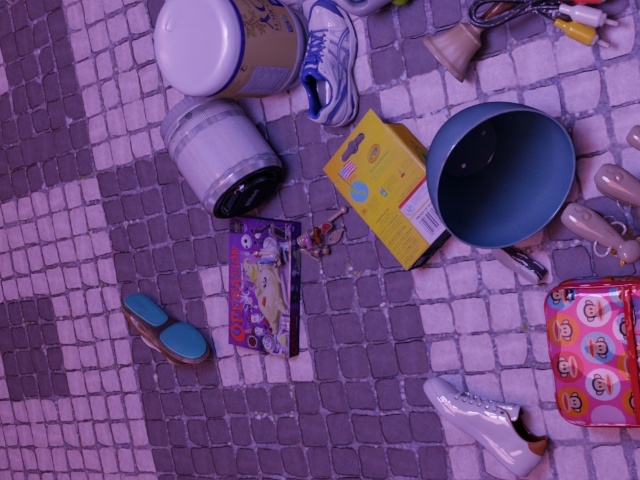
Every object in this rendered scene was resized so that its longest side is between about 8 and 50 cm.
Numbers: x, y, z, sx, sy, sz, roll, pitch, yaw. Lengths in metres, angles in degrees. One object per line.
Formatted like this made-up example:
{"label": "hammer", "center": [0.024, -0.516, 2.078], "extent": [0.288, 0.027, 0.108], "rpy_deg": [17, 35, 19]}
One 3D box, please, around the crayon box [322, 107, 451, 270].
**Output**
{"label": "crayon box", "center": [0.172, -0.118, 1.891], "extent": [0.318, 0.081, 0.202], "rpy_deg": [51, 121, 17]}

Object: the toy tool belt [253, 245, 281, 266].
{"label": "toy tool belt", "center": [-0.132, 0.044, 2.096], "extent": [0.083, 0.052, 0.051], "rpy_deg": [-13, 82, 37]}

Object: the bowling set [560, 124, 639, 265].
{"label": "bowling set", "center": [0.574, -0.055, 1.591], "extent": [0.154, 0.200, 0.287], "rpy_deg": [37, 74, 20]}

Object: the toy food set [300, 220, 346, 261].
{"label": "toy food set", "center": [0.000, 0.000, 2.048], "extent": [0.078, 0.019, 0.122], "rpy_deg": [31, 121, -5]}

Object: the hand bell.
{"label": "hand bell", "center": [0.337, -0.452, 1.729], "extent": [0.242, 0.126, 0.126], "rpy_deg": [-43, 72, 19]}

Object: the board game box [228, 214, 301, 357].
{"label": "board game box", "center": [-0.146, 0.114, 2.176], "extent": [0.208, 0.056, 0.347], "rpy_deg": [8, 102, 38]}

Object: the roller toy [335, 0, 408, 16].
{"label": "roller toy", "center": [0.087, -0.588, 1.810], "extent": [0.146, 0.191, 0.209], "rpy_deg": [-25, 83, 36]}

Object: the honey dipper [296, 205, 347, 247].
{"label": "honey dipper", "center": [0.006, -0.038, 2.055], "extent": [0.160, 0.030, 0.030], "rpy_deg": [-39, 75, 30]}

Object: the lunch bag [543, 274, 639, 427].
{"label": "lunch bag", "center": [0.580, 0.214, 1.639], "extent": [0.258, 0.120, 0.293], "rpy_deg": [-6, 95, 32]}

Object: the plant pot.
{"label": "plant pot", "center": [0.327, -0.155, 1.686], "extent": [0.195, 0.290, 0.290], "rpy_deg": [-122, 47, -58]}

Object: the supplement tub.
{"label": "supplement tub", "center": [-0.188, -0.448, 1.941], "extent": [0.241, 0.331, 0.241], "rpy_deg": [7, 101, 34]}

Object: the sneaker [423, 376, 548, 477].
{"label": "sneaker", "center": [0.362, 0.369, 1.829], "extent": [0.290, 0.106, 0.123], "rpy_deg": [37, 110, 15]}

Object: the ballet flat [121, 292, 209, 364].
{"label": "ballet flat", "center": [-0.434, 0.275, 2.375], "extent": [0.342, 0.116, 0.124], "rpy_deg": [29, 133, 29]}

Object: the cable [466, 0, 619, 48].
{"label": "cable", "center": [0.428, -0.457, 1.625], "extent": [0.287, 0.072, 0.140], "rpy_deg": [12, 101, 12]}

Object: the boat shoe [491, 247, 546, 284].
{"label": "boat shoe", "center": [0.414, 0.042, 1.771], "extent": [0.125, 0.038, 0.046], "rpy_deg": [37, 158, 31]}

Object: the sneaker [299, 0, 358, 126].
{"label": "sneaker", "center": [0.012, -0.408, 1.931], "extent": [0.111, 0.131, 0.297], "rpy_deg": [-9, 90, 38]}

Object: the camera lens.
{"label": "camera lens", "center": [-0.242, -0.208, 2.084], "extent": [0.219, 0.219, 0.274], "rpy_deg": [-46, 71, 31]}
